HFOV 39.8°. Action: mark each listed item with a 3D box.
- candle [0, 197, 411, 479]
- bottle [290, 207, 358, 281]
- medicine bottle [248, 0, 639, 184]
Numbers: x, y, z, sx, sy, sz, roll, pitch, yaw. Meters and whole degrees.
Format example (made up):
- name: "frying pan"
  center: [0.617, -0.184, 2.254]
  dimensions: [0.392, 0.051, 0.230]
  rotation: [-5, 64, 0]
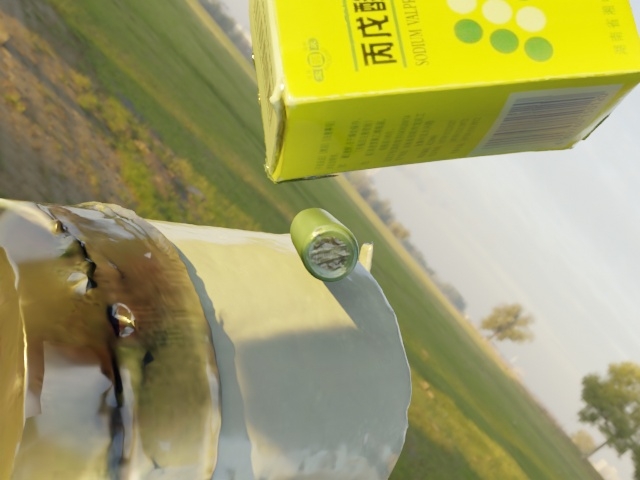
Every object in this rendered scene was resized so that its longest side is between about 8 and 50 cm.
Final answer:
- name: "candle"
  center: [-0.077, 0.095, 0.543]
  dimensions: [0.342, 0.221, 0.221]
  rotation: [8, 37, -49]
- name: "bottle"
  center: [0.000, 0.000, 0.489]
  dimensions: [0.030, 0.030, 0.083]
  rotation: [49, 1, -12]
- name: "medicine bottle"
  center: [0.076, -0.133, 0.619]
  dimensions: [0.141, 0.250, 0.137]
  rotation: [114, -32, -72]
